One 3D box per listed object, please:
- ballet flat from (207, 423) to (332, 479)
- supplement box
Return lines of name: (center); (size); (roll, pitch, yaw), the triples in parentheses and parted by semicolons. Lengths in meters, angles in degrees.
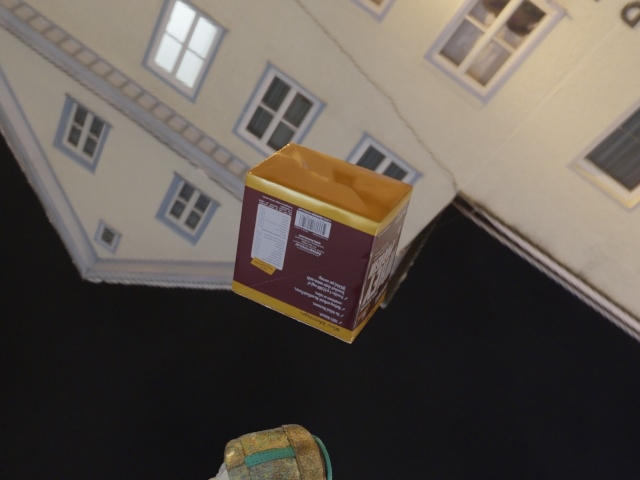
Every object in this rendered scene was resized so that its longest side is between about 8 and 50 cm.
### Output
ballet flat: (-0.097, 0.317, 0.730); (0.123, 0.348, 0.123); (16, -146, -11)
supplement box: (0.000, 0.000, 0.977); (0.191, 0.194, 0.129); (22, -147, 17)
